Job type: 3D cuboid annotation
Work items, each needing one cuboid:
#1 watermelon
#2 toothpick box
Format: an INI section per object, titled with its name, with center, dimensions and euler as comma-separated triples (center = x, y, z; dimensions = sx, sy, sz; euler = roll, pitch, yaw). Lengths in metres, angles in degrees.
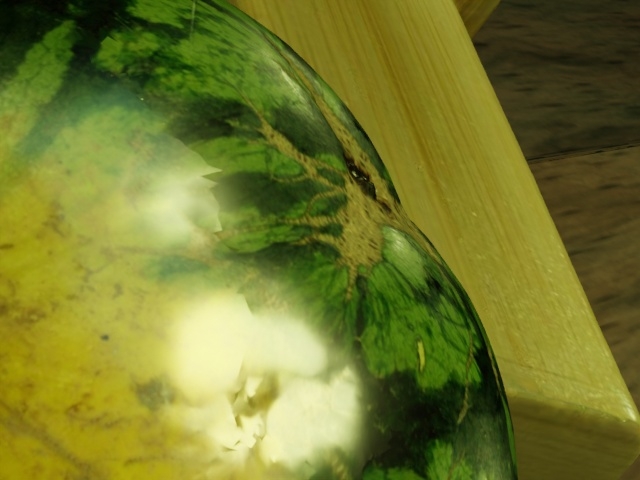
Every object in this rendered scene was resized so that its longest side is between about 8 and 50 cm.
[watermelon]
center = -0.078, 0.055, 0.443
dimensions = 0.269, 0.269, 0.269
euler = 27, 28, -15
[toothpick box]
center = 0.000, 0.000, 0.716
dimensions = 0.187, 0.190, 0.308
euler = 18, 36, -30
